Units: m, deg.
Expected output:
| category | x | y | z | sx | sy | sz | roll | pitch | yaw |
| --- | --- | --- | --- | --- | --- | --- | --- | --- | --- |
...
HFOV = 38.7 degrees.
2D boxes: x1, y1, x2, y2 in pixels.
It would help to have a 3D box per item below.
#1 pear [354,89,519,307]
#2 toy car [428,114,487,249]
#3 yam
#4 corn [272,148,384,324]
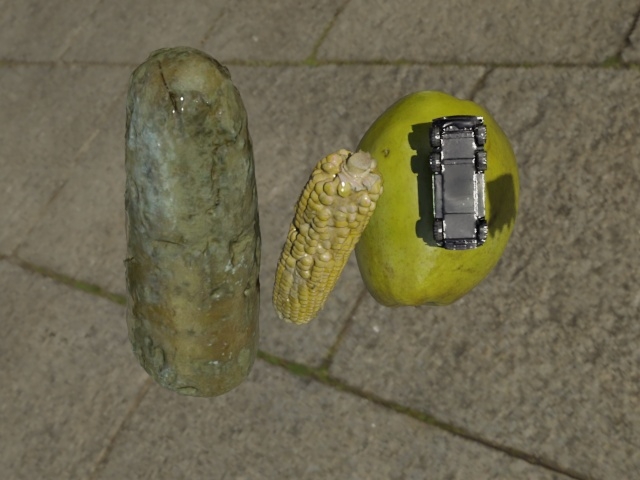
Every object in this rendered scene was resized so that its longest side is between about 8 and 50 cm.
| category | x | y | z | sx | sy | sz | roll | pitch | yaw |
| --- | --- | --- | --- | --- | --- | --- | --- | --- | --- |
| pear | 0.157 | -0.054 | 1.298 | 0.252 | 0.253 | 0.307 | 0 | 80 | 41 |
| toy car | 0.172 | -0.071 | 1.128 | 0.071 | 0.062 | 0.165 | -2 | 94 | 11 |
| yam | -0.117 | -0.014 | 0.805 | 0.133 | 0.330 | 0.133 | 2 | 39 | -1 |
| corn | 0.000 | 0.000 | 1.064 | 0.288 | 0.086 | 0.087 | 113 | 163 | -47 |
